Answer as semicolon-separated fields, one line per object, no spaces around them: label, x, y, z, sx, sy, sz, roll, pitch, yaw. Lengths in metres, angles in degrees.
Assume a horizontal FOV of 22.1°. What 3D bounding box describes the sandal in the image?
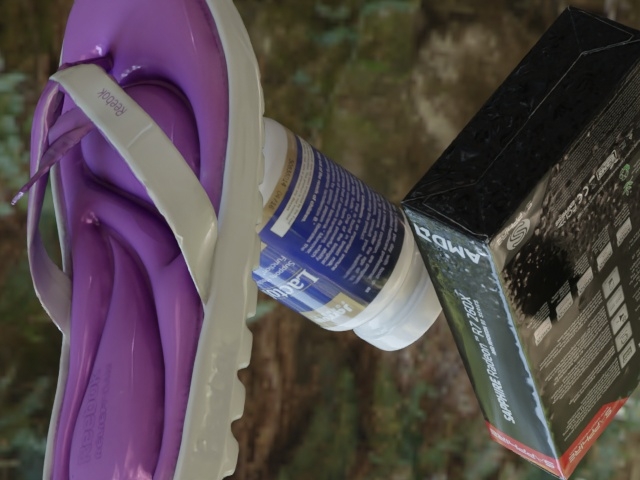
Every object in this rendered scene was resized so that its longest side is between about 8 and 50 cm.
sandal;-0.114;-0.010;0.911;0.102;0.169;0.416;24;-131;-43

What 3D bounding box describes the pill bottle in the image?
pill bottle;0.000;0.000;1.680;0.265;0.153;0.153;33;-170;-28

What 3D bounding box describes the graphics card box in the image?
graphics card box;0.207;0.013;1.378;0.094;0.371;0.233;29;-112;33
